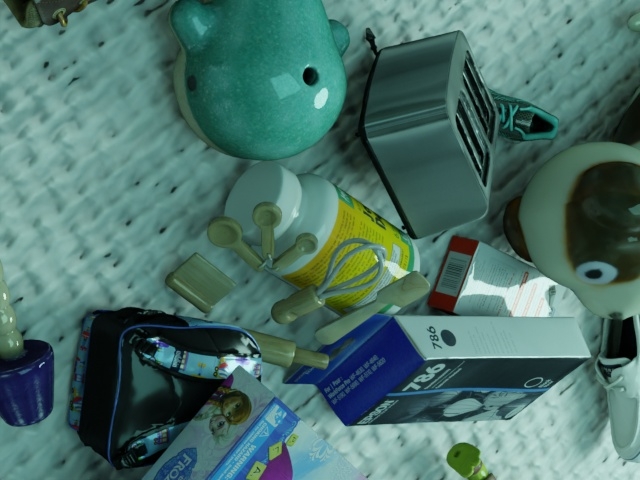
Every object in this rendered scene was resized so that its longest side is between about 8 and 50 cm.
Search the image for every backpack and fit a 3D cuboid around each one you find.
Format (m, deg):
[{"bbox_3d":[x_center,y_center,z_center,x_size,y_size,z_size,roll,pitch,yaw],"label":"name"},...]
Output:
[{"bbox_3d":[-0.151,0.145,1.484,0.173,0.117,0.158,1,100,-36],"label":"backpack"}]

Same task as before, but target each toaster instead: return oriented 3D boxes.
[{"bbox_3d":[0.118,-0.124,1.584,0.168,0.110,0.185,-76,145,-49],"label":"toaster"}]

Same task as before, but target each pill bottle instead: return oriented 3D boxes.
[{"bbox_3d":[0.000,0.000,1.562,0.208,0.118,0.117,33,81,-36],"label":"pill bottle"}]

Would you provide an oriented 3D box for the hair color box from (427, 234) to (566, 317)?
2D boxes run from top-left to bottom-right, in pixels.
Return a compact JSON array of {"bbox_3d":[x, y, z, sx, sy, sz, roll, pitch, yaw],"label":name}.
[{"bbox_3d":[0.216,0.065,1.777,0.167,0.053,0.093,24,84,-36],"label":"hair color box"}]

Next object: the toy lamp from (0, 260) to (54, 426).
[{"bbox_3d":[-0.307,0.045,1.371,0.080,0.080,0.274,-25,114,-30],"label":"toy lamp"}]

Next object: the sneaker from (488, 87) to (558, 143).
[{"bbox_3d":[0.213,-0.149,1.710,0.167,0.076,0.065,6,96,-37],"label":"sneaker"}]

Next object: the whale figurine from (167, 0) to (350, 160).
[{"bbox_3d":[-0.046,-0.215,1.464,0.216,0.141,0.271,4,94,-37],"label":"whale figurine"}]

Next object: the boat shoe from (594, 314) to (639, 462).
[{"bbox_3d":[0.399,0.164,1.921,0.084,0.095,0.258,2,89,-33],"label":"boat shoe"}]

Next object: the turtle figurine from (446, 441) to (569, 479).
[{"bbox_3d":[0.228,0.336,1.816,0.269,0.087,0.217,-40,121,16],"label":"turtle figurine"}]

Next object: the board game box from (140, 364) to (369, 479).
[{"bbox_3d":[-0.100,0.325,1.512,0.318,0.066,0.318,-50,143,-6],"label":"board game box"}]

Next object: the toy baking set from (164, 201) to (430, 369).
[{"bbox_3d":[-0.028,0.058,1.505,0.256,0.030,0.196,18,128,-10],"label":"toy baking set"}]

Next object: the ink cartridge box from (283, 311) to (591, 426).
[{"bbox_3d":[0.138,0.149,1.675,0.333,0.165,0.065,4,55,-35],"label":"ink cartridge box"}]

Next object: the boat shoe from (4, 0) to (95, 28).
[{"bbox_3d":[-0.257,-0.254,1.325,0.342,0.123,0.123,0,115,-36],"label":"boat shoe"}]

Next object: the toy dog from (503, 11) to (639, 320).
[{"bbox_3d":[0.423,-0.063,1.755,0.408,0.285,0.395,-29,104,-32],"label":"toy dog"}]
